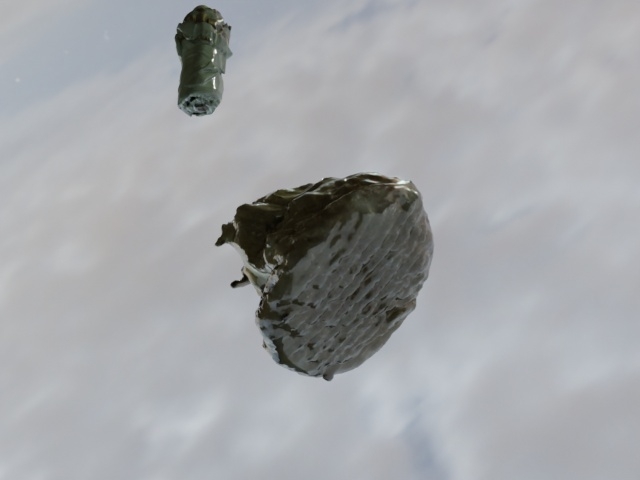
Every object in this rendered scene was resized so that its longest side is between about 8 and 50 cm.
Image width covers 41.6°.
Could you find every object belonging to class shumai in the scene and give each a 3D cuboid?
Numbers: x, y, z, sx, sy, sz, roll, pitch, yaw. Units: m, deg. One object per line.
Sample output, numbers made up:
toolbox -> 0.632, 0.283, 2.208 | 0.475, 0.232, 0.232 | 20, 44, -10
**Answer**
shumai -> 0.000, 0.000, 1.202 | 0.314, 0.267, 0.262 | -60, -136, 22

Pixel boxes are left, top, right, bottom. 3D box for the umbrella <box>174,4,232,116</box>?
umbrella -> -0.125, -0.196, 0.898 | 0.067, 0.062, 0.143 | 117, -26, -53
